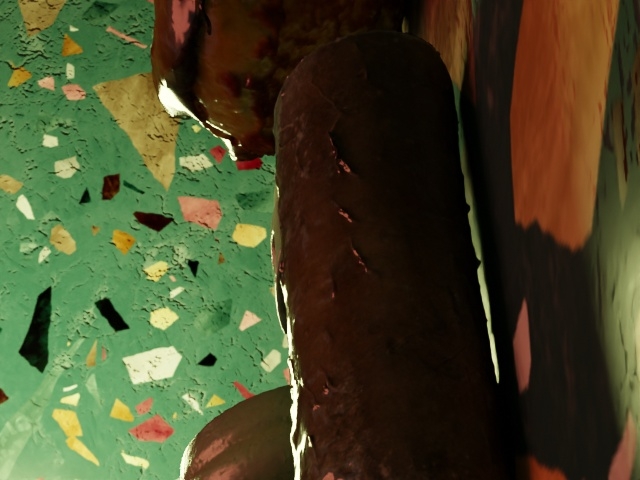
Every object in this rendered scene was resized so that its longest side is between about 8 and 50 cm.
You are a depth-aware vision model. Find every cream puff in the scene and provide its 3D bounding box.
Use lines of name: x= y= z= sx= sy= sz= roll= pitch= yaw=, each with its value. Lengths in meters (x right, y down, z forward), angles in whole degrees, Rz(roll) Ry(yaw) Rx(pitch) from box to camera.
cream puff: x=-0.026 y=-0.167 z=0.987 sx=0.240 sy=0.164 sz=0.240 roll=-167 pitch=90 yaw=-82

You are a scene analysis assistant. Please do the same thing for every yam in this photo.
yam: x=0.028 y=0.030 z=0.699 sx=0.093 sy=0.093 sz=0.259 roll=93 pitch=174 yaw=-50

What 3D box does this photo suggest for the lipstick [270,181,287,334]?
lipstick: x=0.000 y=0.000 z=1.255 sx=0.253 sy=0.077 sz=0.079 roll=-100 pitch=9 yaw=-74

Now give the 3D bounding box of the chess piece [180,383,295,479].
chess piece: x=0.021 y=0.213 z=0.798 sx=0.139 sy=0.139 sz=0.271 roll=94 pitch=162 yaw=-55
